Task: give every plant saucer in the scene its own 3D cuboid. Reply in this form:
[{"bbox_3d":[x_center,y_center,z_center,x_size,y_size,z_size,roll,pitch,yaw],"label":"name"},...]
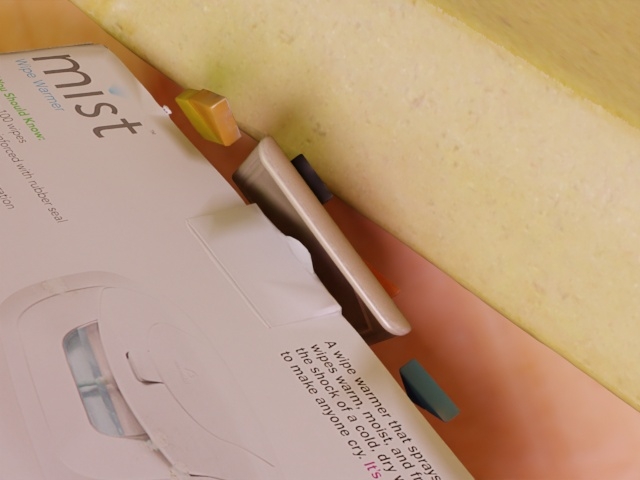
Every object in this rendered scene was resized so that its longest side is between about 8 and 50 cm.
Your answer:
[{"bbox_3d":[-0.003,-0.086,0.355,0.332,0.333,0.081,37,85,30],"label":"plant saucer"}]

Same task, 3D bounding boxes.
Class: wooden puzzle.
[{"bbox_3d":[0.000,0.000,0.479,0.116,0.014,0.078,55,171,-7],"label":"wooden puzzle"}]

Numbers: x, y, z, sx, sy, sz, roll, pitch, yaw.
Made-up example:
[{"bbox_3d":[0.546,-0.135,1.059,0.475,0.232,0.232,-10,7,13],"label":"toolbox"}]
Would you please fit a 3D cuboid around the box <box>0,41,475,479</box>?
[{"bbox_3d":[-0.110,0.069,0.432,0.262,0.231,0.127,48,136,39],"label":"box"}]
